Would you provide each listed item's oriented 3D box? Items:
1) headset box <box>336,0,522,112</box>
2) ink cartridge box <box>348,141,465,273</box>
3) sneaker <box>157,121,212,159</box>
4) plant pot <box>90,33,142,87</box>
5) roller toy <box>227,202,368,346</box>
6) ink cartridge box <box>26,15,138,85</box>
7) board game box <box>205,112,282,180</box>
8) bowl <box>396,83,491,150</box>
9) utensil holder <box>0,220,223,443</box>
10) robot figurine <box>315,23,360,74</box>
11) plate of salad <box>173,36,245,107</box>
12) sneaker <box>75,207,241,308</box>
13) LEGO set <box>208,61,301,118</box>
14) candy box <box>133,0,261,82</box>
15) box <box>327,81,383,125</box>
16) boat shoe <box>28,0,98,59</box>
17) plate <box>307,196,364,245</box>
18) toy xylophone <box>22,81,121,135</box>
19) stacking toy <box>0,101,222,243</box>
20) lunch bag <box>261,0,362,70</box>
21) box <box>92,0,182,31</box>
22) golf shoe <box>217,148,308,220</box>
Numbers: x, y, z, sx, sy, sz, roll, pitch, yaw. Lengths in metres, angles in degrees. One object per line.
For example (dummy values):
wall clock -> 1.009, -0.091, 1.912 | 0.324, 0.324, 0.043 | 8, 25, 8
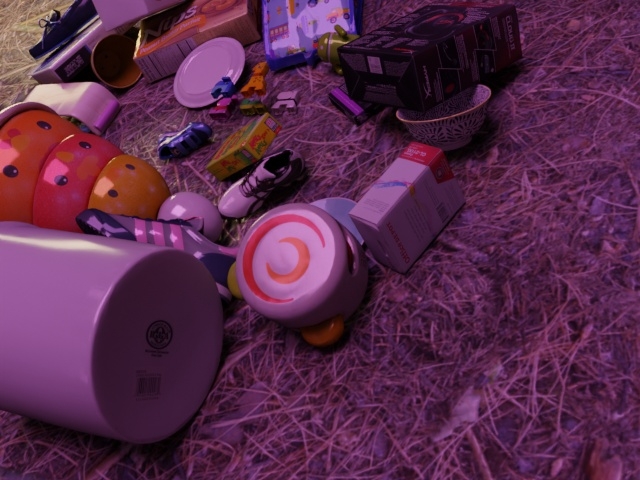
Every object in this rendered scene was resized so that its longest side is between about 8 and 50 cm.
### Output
headset box -> 0.215, -0.355, 1.605 | 0.293, 0.110, 0.218 | -32, 31, -27
ink cartridge box -> 0.143, -0.054, 1.412 | 0.072, 0.127, 0.175 | 25, 66, 44
sneaker -> -0.298, -0.214, 1.883 | 0.144, 0.053, 0.059 | -18, 42, 27
plant pot -> -0.533, -0.456, 2.205 | 0.134, 0.134, 0.095 | -49, 27, -18
roller toy -> -0.024, 0.049, 1.382 | 0.209, 0.146, 0.191 | 30, 86, 29
ink cartridge box -> -0.648, -0.536, 2.362 | 0.304, 0.072, 0.307 | -48, 24, -16
board game box -> -0.155, -0.185, 1.717 | 0.181, 0.043, 0.092 | -18, 36, 58
bowl -> 0.227, -0.211, 1.532 | 0.170, 0.080, 0.170 | -15, 25, 7
utensil holder -> -0.398, 0.141, 1.406 | 0.385, 0.328, 0.328 | 5, 53, 32
robot figurine -> 0.045, -0.409, 1.837 | 0.115, 0.101, 0.067 | 8, 38, 7
plate of salad -> -0.258, -0.392, 2.028 | 0.199, 0.048, 0.200 | -14, 58, 24
sneaker -> -0.277, 0.001, 1.542 | 0.318, 0.112, 0.131 | 27, 70, 4
LEGO set -> -0.148, -0.333, 1.880 | 0.227, 0.087, 0.093 | 2, 52, 30
candy box -> -0.305, -0.529, 2.156 | 0.316, 0.088, 0.183 | -18, 43, 15
box -> 0.109, -0.310, 1.750 | 0.162, 0.029, 0.116 | -36, 43, -3
boat shoe -> -0.719, -0.611, 2.401 | 0.258, 0.089, 0.109 | -40, 25, 0
plate -> 0.000, 0.000, 1.524 | 0.188, 0.024, 0.188 | -16, 45, 17
toy xylophone -> -0.669, -0.307, 2.166 | 0.322, 0.081, 0.236 | 12, 58, 38
stacking toy -> -0.410, -0.074, 1.686 | 0.479, 0.351, 0.351 | 9, 54, 16
lunch bag -> -0.019, -0.519, 1.965 | 0.220, 0.138, 0.293 | -11, 55, 18
box -> -0.422, -0.696, 2.185 | 0.168, 0.215, 0.345 | -10, 20, 37
golf shoe -> -0.121, -0.114, 1.641 | 0.198, 0.094, 0.077 | -35, 68, -1
